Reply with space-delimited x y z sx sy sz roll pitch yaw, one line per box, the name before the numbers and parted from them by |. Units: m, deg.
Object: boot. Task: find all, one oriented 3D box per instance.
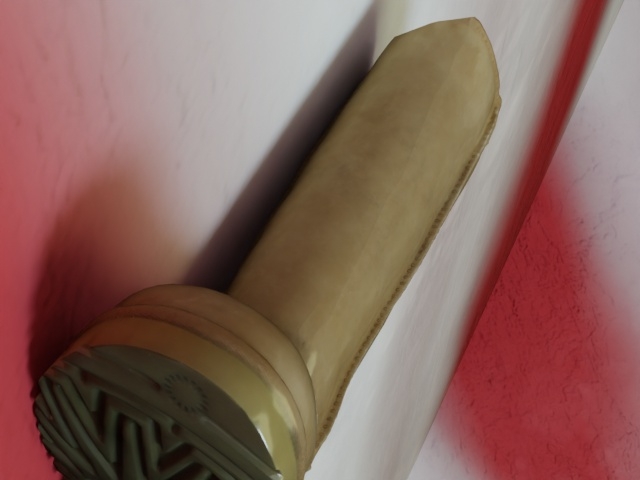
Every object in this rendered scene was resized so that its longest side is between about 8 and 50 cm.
boot | 0.000 0.000 0.479 0.269 0.089 0.236 -57 176 -30
